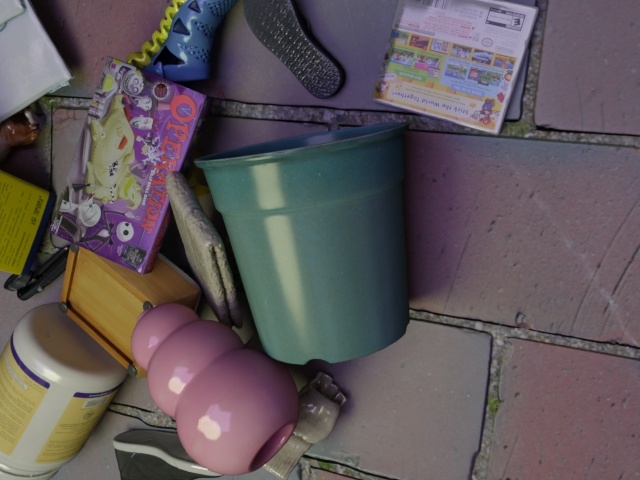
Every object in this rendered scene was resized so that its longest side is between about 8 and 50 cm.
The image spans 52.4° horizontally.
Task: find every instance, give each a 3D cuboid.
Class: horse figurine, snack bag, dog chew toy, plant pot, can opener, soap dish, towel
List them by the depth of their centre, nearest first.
[{"bbox_3d":[0.000,0.000,1.061,0.341,0.341,0.334,-6,103,22],"label":"plant pot"},{"bbox_3d":[-0.193,0.231,1.097,0.332,0.207,0.206,39,109,23],"label":"dog chew toy"},{"bbox_3d":[-0.204,0.029,1.169,0.049,0.282,0.187,-25,55,-17],"label":"towel"},{"bbox_3d":[-0.256,-0.132,1.264,0.081,0.081,0.083,-16,80,23],"label":"plant pot"},{"bbox_3d":[-0.389,0.115,1.295,0.291,0.118,0.229,35,121,20],"label":"soap dish"},{"bbox_3d":[-0.715,-0.406,1.338,0.323,0.037,0.342,-25,100,17],"label":"snack bag"},{"bbox_3d":[-0.729,-0.238,1.446,0.263,0.066,0.174,-33,81,17],"label":"horse figurine"},{"bbox_3d":[-0.613,0.075,1.446,0.186,0.073,0.059,-29,77,13],"label":"can opener"}]

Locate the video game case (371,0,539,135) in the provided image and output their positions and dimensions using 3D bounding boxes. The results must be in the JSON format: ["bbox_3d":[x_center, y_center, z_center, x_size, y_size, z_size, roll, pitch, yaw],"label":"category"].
[{"bbox_3d":[0.218,-0.304,1.079,0.227,0.026,0.206,19,103,18],"label":"video game case"}]

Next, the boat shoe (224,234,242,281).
[{"bbox_3d":[-0.130,0.061,1.245,0.170,0.063,0.059,44,104,11],"label":"boat shoe"}]

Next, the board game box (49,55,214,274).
[{"bbox_3d":[-0.349,-0.135,1.190,0.208,0.056,0.346,22,98,5],"label":"board game box"}]

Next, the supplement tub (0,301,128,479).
[{"bbox_3d":[-0.571,0.323,1.361,0.241,0.241,0.331,39,109,13],"label":"supplement tub"}]

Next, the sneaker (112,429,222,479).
[{"bbox_3d":[-0.303,0.490,1.354,0.296,0.104,0.146,0,99,28],"label":"sneaker"}]

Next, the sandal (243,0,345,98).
[{"bbox_3d":[-0.050,-0.364,1.171,0.097,0.054,0.254,-33,94,29],"label":"sandal"}]

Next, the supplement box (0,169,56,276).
[{"bbox_3d":[-0.745,-0.071,1.295,0.195,0.356,0.194,13,80,20],"label":"supplement box"}]

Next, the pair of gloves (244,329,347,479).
[{"bbox_3d":[-0.085,0.290,1.201,0.240,0.042,0.204,41,66,14],"label":"pair of gloves"}]

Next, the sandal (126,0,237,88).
[{"bbox_3d":[-0.248,-0.352,1.216,0.317,0.126,0.138,-41,85,30],"label":"sandal"}]
